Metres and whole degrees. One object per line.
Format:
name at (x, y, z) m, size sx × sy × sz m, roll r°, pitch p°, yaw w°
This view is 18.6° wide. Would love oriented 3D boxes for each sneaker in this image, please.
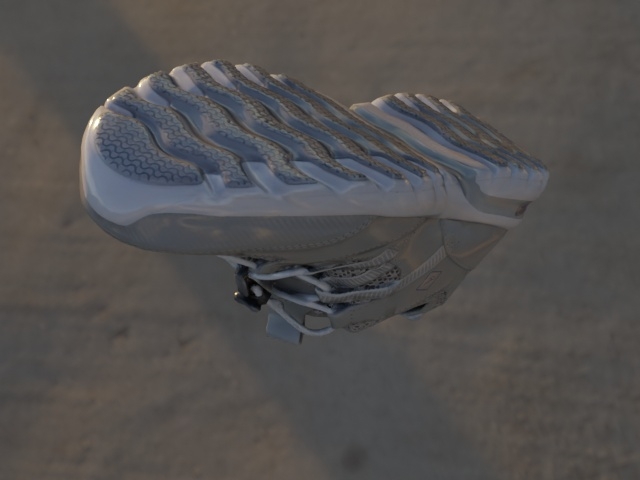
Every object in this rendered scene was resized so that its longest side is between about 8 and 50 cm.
sneaker at (0.000, 0.000, 0.835) m, size 0.105 × 0.281 × 0.115 m, roll 37°, pitch 110°, yaw 32°
